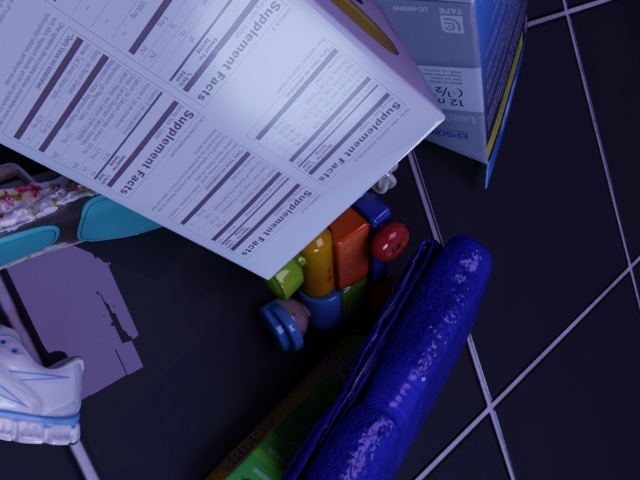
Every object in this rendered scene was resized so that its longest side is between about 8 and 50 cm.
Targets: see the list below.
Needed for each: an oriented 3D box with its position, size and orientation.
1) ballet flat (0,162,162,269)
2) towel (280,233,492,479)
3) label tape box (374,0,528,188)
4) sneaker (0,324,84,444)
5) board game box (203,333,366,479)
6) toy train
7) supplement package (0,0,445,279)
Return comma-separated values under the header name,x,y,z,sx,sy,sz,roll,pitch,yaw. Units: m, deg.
name,x,y,z,sx,sy,sz,roll,pitch,yaw
ballet flat,-0.211,-0.032,0.446,0.240,0.091,0.077,-20,73,-40
towel,0.063,0.158,0.556,0.308,0.076,0.228,-53,157,-27
label tape box,0.186,-0.263,0.718,0.348,0.115,0.249,57,50,-60
sneaker,-0.263,0.098,0.409,0.190,0.071,0.083,23,67,-43
board game box,-0.015,0.229,0.601,0.259,0.039,0.124,-41,111,-35
toy train,0.000,0.000,0.532,0.143,0.105,0.248,-33,145,-22
supplement package,-0.086,-0.145,0.425,0.262,0.198,0.199,31,31,-32
